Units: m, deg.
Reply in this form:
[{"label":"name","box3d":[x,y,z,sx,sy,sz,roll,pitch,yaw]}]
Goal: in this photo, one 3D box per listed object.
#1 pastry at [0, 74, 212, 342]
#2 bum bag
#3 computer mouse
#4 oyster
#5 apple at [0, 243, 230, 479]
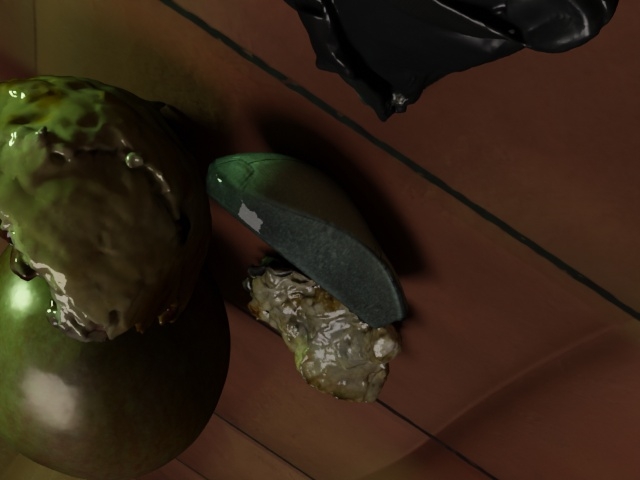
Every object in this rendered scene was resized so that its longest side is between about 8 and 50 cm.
[{"label":"pastry","box3d":[-0.189,-0.050,0.962,0.237,0.170,0.256,35,-175,7]},{"label":"bum bag","box3d":[0.043,-0.121,0.628,0.123,0.060,0.248,38,159,-12]},{"label":"computer mouse","box3d":[0.003,-0.005,0.922,0.113,0.068,0.229,39,178,42]},{"label":"oyster","box3d":[0.002,0.081,1.094,0.163,0.081,0.191,44,153,-14]},{"label":"apple","box3d":[-0.205,0.093,1.178,0.257,0.257,0.234,33,143,3]}]
